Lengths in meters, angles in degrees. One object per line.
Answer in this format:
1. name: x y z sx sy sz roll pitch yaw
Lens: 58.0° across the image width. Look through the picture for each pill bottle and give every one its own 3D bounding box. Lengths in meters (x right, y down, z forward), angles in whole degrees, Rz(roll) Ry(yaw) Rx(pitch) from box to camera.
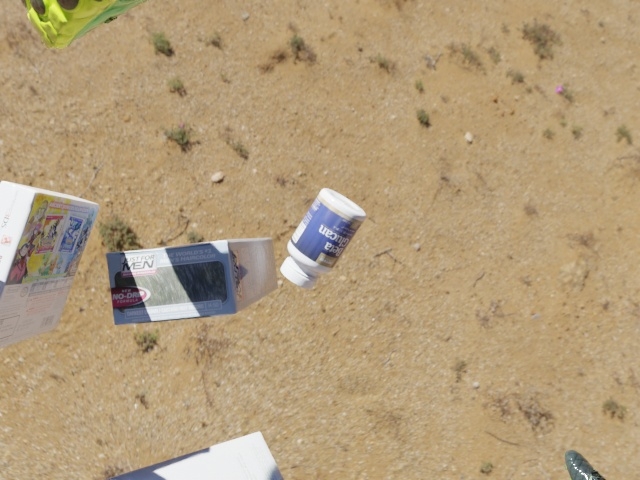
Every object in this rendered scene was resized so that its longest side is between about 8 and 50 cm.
1. pill bottle: 0.000 0.000 1.034 0.094 0.094 0.169 32 104 0

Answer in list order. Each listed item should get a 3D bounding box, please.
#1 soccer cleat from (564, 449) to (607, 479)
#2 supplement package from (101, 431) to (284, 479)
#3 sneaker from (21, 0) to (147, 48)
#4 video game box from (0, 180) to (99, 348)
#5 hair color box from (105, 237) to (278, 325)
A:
1. soccer cleat: 0.480 0.428 0.967 0.060 0.072 0.178 5 44 -34
2. supplement package: -0.202 0.428 0.835 0.293 0.177 0.175 -2 47 -43
3. sneaker: -0.214 -0.261 0.571 0.124 0.296 0.109 -31 116 -38
4. video game box: -0.353 0.029 0.708 0.048 0.205 0.186 21 88 -3
5. hair color box: -0.199 0.059 1.012 0.186 0.374 0.113 -6 90 5
